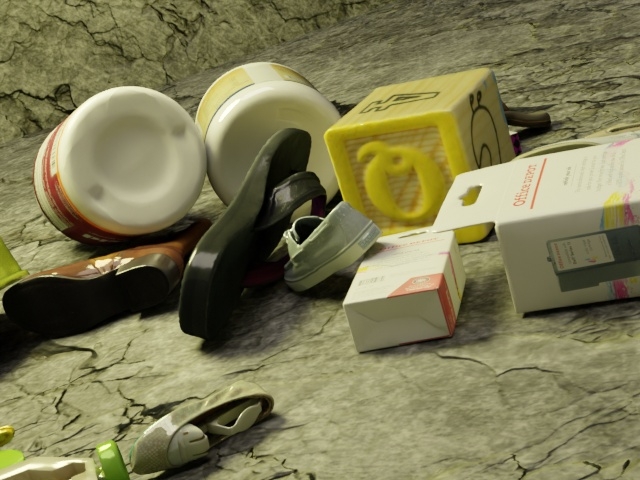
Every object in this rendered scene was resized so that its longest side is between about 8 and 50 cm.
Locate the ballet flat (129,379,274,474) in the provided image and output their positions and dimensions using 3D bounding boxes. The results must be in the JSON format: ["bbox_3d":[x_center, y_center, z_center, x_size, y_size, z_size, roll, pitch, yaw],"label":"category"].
[{"bbox_3d":[-0.118,0.192,1.244,0.168,0.057,0.052,-30,32,-33],"label":"ballet flat"}]

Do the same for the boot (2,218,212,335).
[{"bbox_3d":[-0.313,0.036,1.814,0.264,0.096,0.280,-19,14,11],"label":"boot"}]

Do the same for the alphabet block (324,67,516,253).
[{"bbox_3d":[0.146,-0.111,1.671,0.193,0.192,0.197,-9,21,28],"label":"alphabet block"}]

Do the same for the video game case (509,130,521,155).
[{"bbox_3d":[0.173,-0.136,1.950,0.210,0.041,0.232,-21,18,-19],"label":"video game case"}]

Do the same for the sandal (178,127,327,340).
[{"bbox_3d":[-0.067,-0.006,1.657,0.107,0.167,0.445,13,35,11],"label":"sandal"}]

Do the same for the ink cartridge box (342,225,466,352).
[{"bbox_3d":[0.106,0.051,1.430,0.115,0.067,0.198,-11,20,18],"label":"ink cartridge box"}]

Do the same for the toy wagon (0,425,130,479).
[{"bbox_3d":[-0.308,0.275,1.151,0.267,0.068,0.344,-20,18,-10],"label":"toy wagon"}]

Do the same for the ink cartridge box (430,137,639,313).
[{"bbox_3d":[0.320,-0.023,1.367,0.353,0.119,0.207,-9,20,20],"label":"ink cartridge box"}]

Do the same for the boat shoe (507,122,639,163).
[{"bbox_3d":[0.379,-0.089,1.541,0.302,0.113,0.103,-5,18,4],"label":"boat shoe"}]

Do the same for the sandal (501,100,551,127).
[{"bbox_3d":[0.271,-0.216,1.955,0.219,0.060,0.090,3,9,-12],"label":"sandal"}]

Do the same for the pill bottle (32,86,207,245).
[{"bbox_3d":[-0.339,-0.106,1.953,0.224,0.224,0.392,-24,5,-21],"label":"pill bottle"}]

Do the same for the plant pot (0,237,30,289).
[{"bbox_3d":[-0.663,-0.018,1.723,0.366,0.353,0.366,-28,4,2],"label":"plant pot"}]

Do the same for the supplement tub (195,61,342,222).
[{"bbox_3d":[-0.087,-0.169,1.987,0.228,0.228,0.316,-18,18,-4],"label":"supplement tub"}]

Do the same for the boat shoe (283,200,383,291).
[{"bbox_3d":[0.000,0.000,1.546,0.079,0.081,0.227,-44,6,-28],"label":"boat shoe"}]
